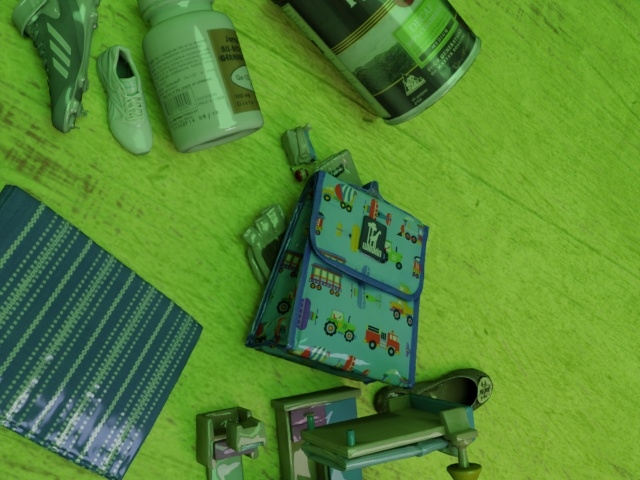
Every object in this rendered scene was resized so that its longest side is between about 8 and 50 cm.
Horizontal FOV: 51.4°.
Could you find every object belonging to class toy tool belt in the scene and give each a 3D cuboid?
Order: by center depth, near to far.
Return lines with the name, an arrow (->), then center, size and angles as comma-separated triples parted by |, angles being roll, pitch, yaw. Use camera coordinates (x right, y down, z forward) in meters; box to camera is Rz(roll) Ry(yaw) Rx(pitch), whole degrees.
toy tool belt -> -0.024, -0.139, 1.043 | 0.051, 0.052, 0.083 | -21, 97, -21

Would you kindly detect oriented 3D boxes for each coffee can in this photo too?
coffee can -> 0.087, -0.348, 1.037 | 0.275, 0.201, 0.202 | 43, 67, -20

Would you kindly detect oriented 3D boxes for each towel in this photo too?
towel -> -0.318, 0.122, 0.821 | 0.336, 0.040, 0.243 | 45, 58, -33

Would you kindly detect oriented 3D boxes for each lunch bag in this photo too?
lunch bag -> 0.046, 0.050, 1.000 | 0.220, 0.138, 0.293 | 22, 72, -27

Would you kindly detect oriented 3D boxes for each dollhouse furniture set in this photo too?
dollhouse furniture set -> 0.023, 0.326, 0.887 | 0.286, 0.303, 0.198 | -4, 87, -30

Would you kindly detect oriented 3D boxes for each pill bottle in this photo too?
pill bottle -> -0.172, -0.248, 0.921 | 0.131, 0.131, 0.229 | -21, 96, -29

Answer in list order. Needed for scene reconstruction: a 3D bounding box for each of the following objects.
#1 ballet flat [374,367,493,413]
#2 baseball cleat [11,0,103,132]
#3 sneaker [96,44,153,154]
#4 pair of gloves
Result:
ballet flat -> 0.207, 0.268, 1.137 | 0.249, 0.058, 0.084 | 1, 86, -30
baseball cleat -> -0.349, -0.243, 0.867 | 0.109, 0.072, 0.206 | 10, 76, -15
sneaker -> -0.264, -0.191, 0.905 | 0.053, 0.061, 0.152 | -21, 98, -31
pair of gloves -> 0.000, 0.000, 1.048 | 0.240, 0.042, 0.204 | -42, 112, -19
